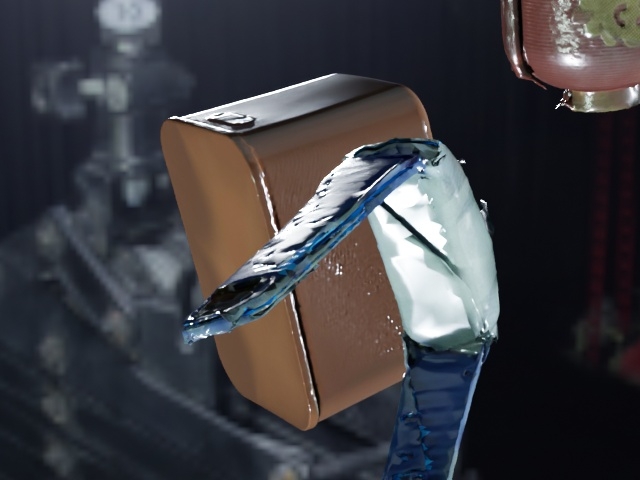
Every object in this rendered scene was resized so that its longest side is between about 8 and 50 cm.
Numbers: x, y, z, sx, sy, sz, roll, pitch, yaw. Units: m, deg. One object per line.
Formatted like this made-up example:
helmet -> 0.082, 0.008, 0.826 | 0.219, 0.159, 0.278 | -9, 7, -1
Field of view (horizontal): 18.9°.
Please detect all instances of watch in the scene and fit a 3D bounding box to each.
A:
watch -> 0.037, 0.098, 1.058 | 0.068, 0.276, 0.274 | -4, -157, 25

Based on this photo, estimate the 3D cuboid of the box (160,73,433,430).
box -> 0.000, 0.000, 2.150 | 0.229, 0.339, 0.239 | -21, -162, -24

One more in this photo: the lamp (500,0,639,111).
lamp -> 0.237, -0.240, 1.678 | 0.180, 0.258, 0.180 | -6, -163, 2
